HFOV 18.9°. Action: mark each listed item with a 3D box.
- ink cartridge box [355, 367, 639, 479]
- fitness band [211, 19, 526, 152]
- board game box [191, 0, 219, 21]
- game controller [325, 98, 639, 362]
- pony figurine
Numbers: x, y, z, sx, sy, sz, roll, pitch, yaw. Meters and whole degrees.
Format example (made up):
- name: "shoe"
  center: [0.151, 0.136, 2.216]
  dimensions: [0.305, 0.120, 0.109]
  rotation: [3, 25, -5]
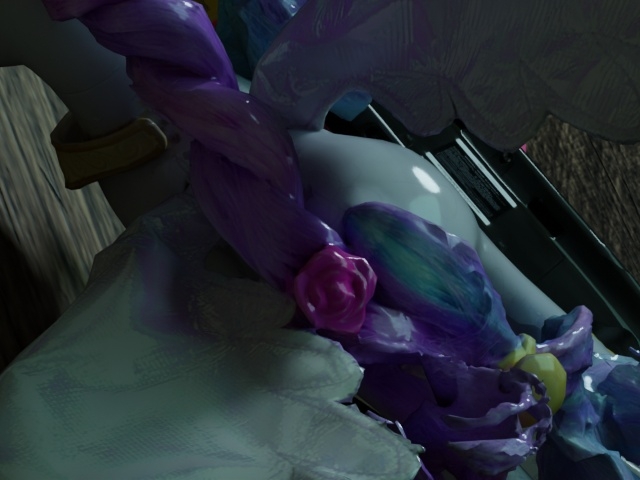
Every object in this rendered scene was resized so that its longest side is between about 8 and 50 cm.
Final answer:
- name: "ink cartridge box"
  center: [0.153, 0.140, 1.116]
  dimensions: [0.307, 0.072, 0.303]
  rotation: [33, -1, 18]
- name: "fitness band"
  center: [0.023, -0.131, 1.285]
  dimensions: [0.291, 0.054, 0.209]
  rotation: [48, 35, -4]
- name: "board game box"
  center: [-0.163, -0.272, 0.945]
  dimensions: [0.316, 0.064, 0.242]
  rotation: [68, 10, 26]
- name: "game controller"
  center: [0.084, -0.028, 1.143]
  dimensions: [0.319, 0.067, 0.166]
  rotation: [49, 28, 5]
- name: "pony figurine"
  center: [0.000, 0.000, 0.617]
  dimensions: [0.351, 0.303, 0.363]
  rotation: [26, -17, 45]
